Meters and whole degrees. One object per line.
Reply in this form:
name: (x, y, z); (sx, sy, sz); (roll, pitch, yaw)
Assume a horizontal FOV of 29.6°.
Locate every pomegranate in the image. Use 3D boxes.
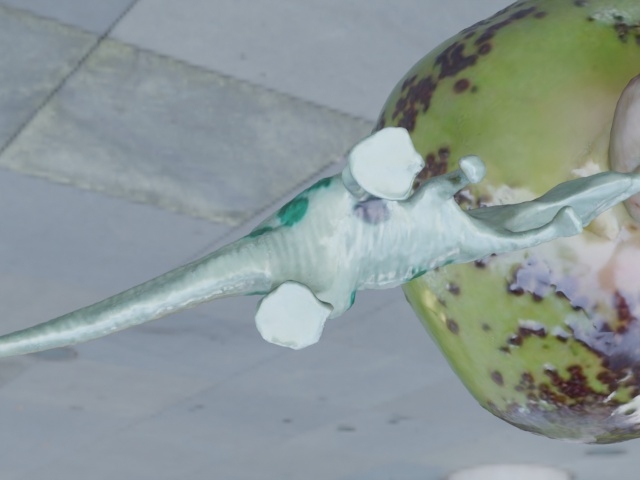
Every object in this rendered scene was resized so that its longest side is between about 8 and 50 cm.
pomegranate: (0.180, -0.030, 0.684); (0.284, 0.285, 0.341); (5, 168, -10)

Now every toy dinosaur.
toy dinosaur: (0.000, 0.004, 0.360); (0.187, 0.044, 0.106); (-22, 178, 16)
